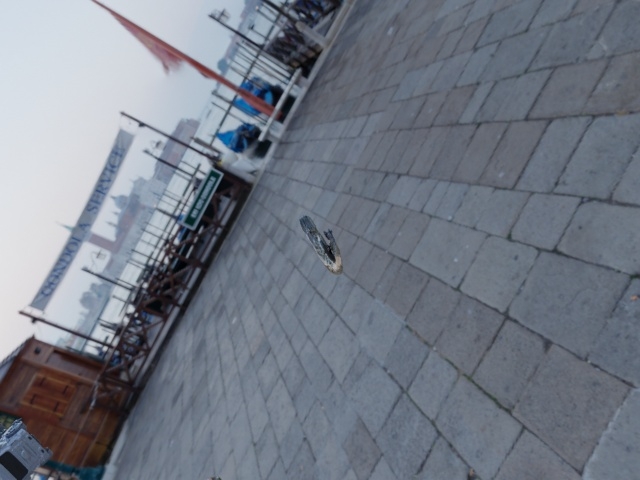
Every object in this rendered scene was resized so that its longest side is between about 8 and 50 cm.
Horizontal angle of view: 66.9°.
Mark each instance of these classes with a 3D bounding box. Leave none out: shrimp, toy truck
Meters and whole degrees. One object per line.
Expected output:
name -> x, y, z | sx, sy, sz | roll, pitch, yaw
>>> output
shrimp -> 0.000, 0.000, 1.380 | 0.046, 0.219, 0.152 | -27, -23, -14
toy truck -> -0.690, 0.462, 1.027 | 0.254, 0.114, 0.124 | -16, 24, 35

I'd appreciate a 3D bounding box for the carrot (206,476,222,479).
carrot -> -0.334, 0.704, 1.250 | 0.225, 0.067, 0.067 | -45, 18, -7
